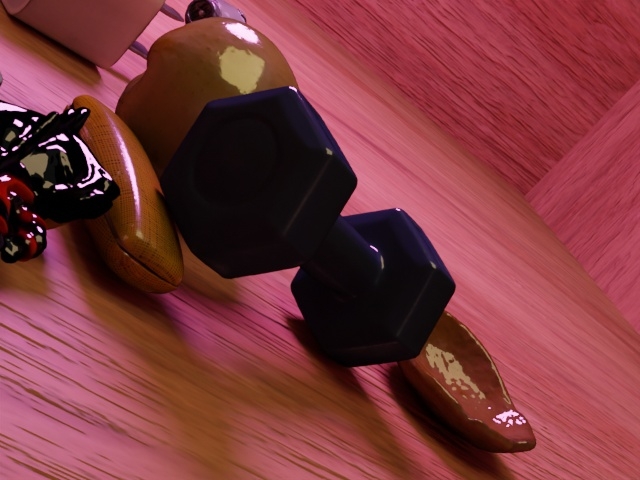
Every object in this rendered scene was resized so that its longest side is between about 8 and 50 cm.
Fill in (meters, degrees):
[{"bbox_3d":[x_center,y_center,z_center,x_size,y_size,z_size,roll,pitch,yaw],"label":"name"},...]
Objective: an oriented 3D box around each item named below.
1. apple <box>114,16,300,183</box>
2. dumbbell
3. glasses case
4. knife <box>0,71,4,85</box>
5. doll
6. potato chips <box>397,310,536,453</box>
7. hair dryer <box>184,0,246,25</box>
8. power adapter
[{"bbox_3d":[-0.105,-0.115,1.097,0.200,0.200,0.200,40,14,-12],"label":"apple"},{"bbox_3d":[0.000,0.000,1.003,0.144,0.160,0.325,23,-10,33],"label":"dumbbell"},{"bbox_3d":[-0.168,-0.043,0.934,0.079,0.064,0.234,40,13,-40],"label":"glasses case"},{"bbox_3d":[-0.344,-0.222,1.076,0.043,0.020,0.293,32,18,-45],"label":"knife"},{"bbox_3d":[-0.219,-0.044,0.777,0.127,0.088,0.249,61,18,-17],"label":"doll"},{"bbox_3d":[0.142,0.155,1.221,0.208,0.062,0.195,44,19,-1],"label":"potato chips"},{"bbox_3d":[-0.107,-0.255,1.784,0.267,0.092,0.229,57,8,0],"label":"hair dryer"},{"bbox_3d":[-0.245,-0.275,1.282,0.205,0.130,0.125,30,18,-46],"label":"power adapter"}]
